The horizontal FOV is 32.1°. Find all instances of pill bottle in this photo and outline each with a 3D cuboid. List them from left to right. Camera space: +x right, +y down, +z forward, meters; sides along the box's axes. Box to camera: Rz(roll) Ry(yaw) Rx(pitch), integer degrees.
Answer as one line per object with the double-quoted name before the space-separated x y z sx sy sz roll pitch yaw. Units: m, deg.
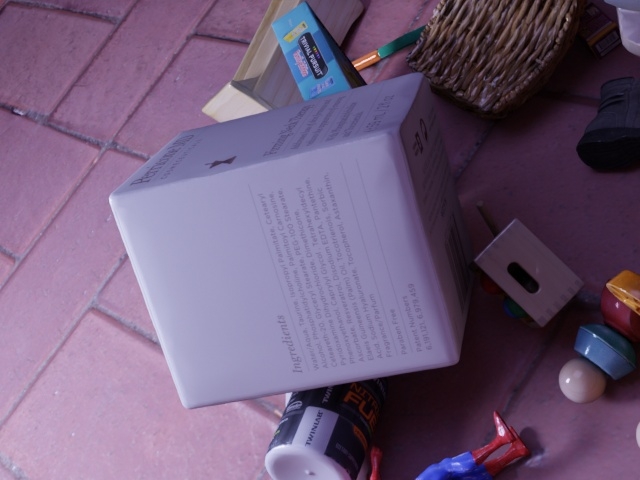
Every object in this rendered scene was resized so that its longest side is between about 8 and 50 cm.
"pill bottle" 0.020 0.239 1.586 0.130 0.130 0.245 -11 37 33

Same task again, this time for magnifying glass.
"magnifying glass" 0.133 -0.358 2.075 0.231 0.026 0.092 -19 7 35

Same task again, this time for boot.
"boot" 0.499 -0.185 1.608 0.247 0.083 0.161 4 54 40

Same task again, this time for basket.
"basket" 0.311 -0.349 1.835 0.213 0.223 0.299 31 95 12

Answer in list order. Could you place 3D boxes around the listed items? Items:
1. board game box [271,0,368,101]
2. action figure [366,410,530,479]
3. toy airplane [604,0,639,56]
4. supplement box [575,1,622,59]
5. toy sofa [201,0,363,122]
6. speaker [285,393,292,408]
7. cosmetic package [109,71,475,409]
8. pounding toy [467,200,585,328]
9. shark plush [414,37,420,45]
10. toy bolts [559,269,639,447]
"board game box" 0.048 -0.222 1.859 0.079 0.254 0.336 -33 38 10
"action figure" 0.125 0.308 1.489 0.280 0.091 0.139 -38 47 6
"toy airplane" 0.476 -0.452 1.580 0.384 0.272 0.386 -26 67 -26
"supplement box" 0.447 -0.340 1.806 0.055 0.043 0.083 -38 41 11
"toy sofa" -0.072 -0.368 2.209 0.150 0.177 0.362 -25 37 59
"speaker" -0.025 0.280 1.665 0.055 0.055 0.136 -24 44 23
"cosmetic package" -0.018 -0.004 1.552 0.394 0.327 0.329 -12 18 15
"pounding toy" 0.257 0.036 1.557 0.181 0.206 0.094 45 89 7
"shark plush" 0.234 -0.366 2.002 0.161 0.073 0.067 -37 10 16
"toy bolts" 0.371 0.145 1.355 0.158 0.218 0.228 -53 22 -1
